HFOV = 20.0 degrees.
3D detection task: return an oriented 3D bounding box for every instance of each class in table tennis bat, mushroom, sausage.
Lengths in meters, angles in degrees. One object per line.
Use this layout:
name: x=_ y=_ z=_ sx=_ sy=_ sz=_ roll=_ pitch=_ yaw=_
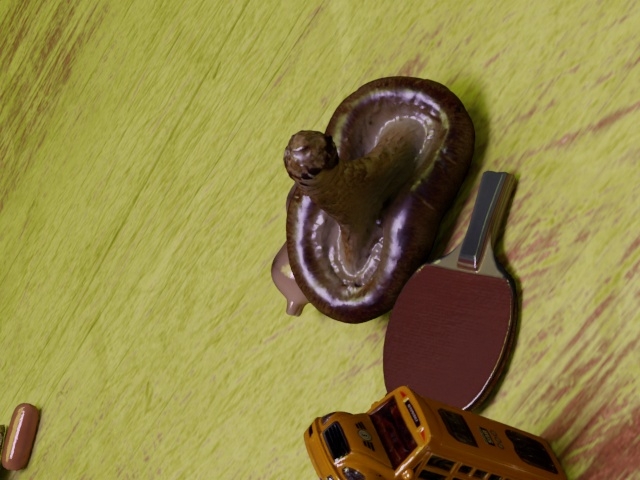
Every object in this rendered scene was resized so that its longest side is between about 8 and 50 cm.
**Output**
table tennis bat: x=0.116 y=0.047 z=1.505 sx=0.130 sy=0.019 sz=0.220 roll=10 pitch=78 yaw=44
mushroom: x=0.016 y=-0.040 z=1.532 sx=0.148 sy=0.217 sz=0.227 roll=21 pitch=97 yaw=26
sausage: x=-0.364 y=0.238 z=2.201 sx=0.034 sy=0.034 sz=0.083 roll=5 pitch=80 yaw=59

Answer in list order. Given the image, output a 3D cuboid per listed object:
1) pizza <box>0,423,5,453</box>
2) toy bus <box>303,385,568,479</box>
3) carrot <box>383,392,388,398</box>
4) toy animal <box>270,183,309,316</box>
pizza: x=-0.409 y=0.269 z=2.249 sx=0.108 sy=0.026 sz=0.123 roll=-87 pitch=11 yaw=-54
toy bus: x=0.086 y=0.167 z=1.337 sx=0.088 sy=0.194 sz=0.083 roll=-55 pitch=35 yaw=22
carrot: x=0.070 y=0.135 z=1.541 sx=0.165 sy=0.036 sz=0.036 roll=-63 pitch=31 yaw=3
toy animal: x=-0.006 y=-0.001 z=1.692 sx=0.083 sy=0.089 sz=0.150 roll=15 pitch=96 yaw=57
